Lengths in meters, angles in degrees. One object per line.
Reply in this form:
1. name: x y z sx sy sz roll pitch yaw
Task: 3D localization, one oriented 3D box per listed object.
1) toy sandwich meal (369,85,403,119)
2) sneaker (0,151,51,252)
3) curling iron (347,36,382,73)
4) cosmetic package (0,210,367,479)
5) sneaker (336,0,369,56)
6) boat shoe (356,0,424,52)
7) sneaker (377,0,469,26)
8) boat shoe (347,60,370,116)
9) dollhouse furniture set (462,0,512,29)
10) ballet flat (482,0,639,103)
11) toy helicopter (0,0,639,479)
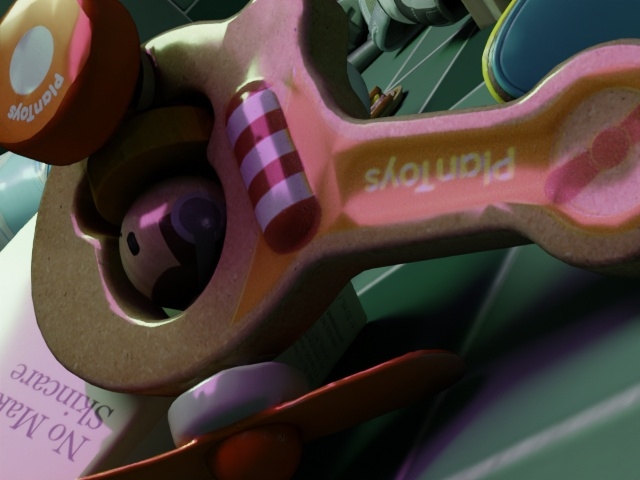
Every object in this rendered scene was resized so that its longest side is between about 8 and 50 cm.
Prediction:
1. toy sandwich meal: 0.044 -0.121 1.285 0.085 0.029 0.085 -46 10 10
2. sneaker: -0.191 -0.099 1.368 0.208 0.127 0.319 -19 24 28
3. curling iron: 0.006 -0.195 1.739 0.274 0.035 0.068 -40 12 39
4. cosmetic package: -0.131 0.100 0.717 0.160 0.113 0.309 18 58 35
5. sneaker: 0.014 -0.276 1.800 0.106 0.101 0.267 -42 0 -24
6. boat shoe: 0.151 -0.326 1.458 0.118 0.103 0.320 6 -31 -42
7. sneaker: 0.176 -0.290 1.249 0.271 0.100 0.108 -45 34 -2
8. boat shoe: -0.053 -0.051 1.243 0.119 0.121 0.335 -62 5 -32
9. dollhouse furniture set: 0.155 -0.330 0.858 0.303 0.286 0.198 -31 15 23
10. ballet flat: 0.173 -0.139 0.700 0.231 0.077 0.077 -46 -12 -7
11. toy helicopter: 0.000 0.000 0.562 0.355 0.140 0.234 -6 72 40
